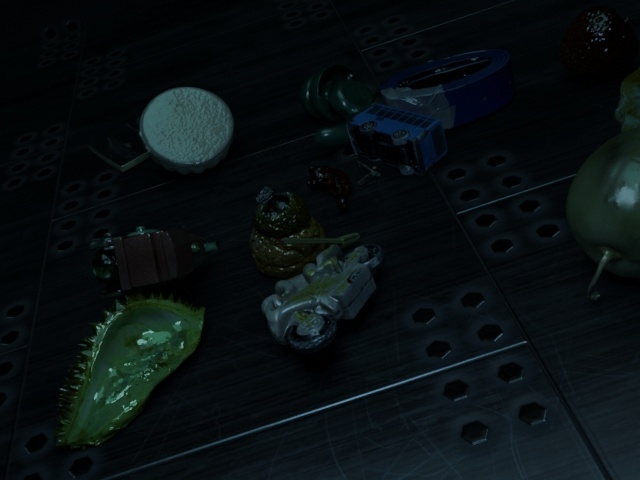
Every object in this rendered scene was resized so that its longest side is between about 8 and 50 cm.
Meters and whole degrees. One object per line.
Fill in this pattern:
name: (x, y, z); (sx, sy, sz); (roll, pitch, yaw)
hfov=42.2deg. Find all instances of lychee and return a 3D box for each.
lychee: (0.704, -0.499, 2.095); (0.194, 0.194, 0.194); (-12, 35, 9)

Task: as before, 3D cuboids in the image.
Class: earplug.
earplug: (0.035, -0.362, 2.273); (0.280, 0.164, 0.257); (14, 82, 53)

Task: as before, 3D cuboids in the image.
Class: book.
book: (-0.509, -0.344, 2.571); (0.374, 0.028, 0.262); (-35, 36, -21)

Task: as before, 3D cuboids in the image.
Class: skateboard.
skateboard: (0.101, -0.171, 2.058); (0.064, 0.032, 0.083); (-37, 40, -7)

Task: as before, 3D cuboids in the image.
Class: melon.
melon: (0.582, -0.073, 1.505); (0.271, 0.272, 0.308); (2, 38, 27)

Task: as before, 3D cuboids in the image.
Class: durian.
durian: (-0.398, 0.259, 1.672); (0.198, 0.163, 0.394); (34, 56, 3)

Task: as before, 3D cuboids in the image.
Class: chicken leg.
chicken leg: (0.029, -0.136, 2.023); (0.089, 0.048, 0.219); (-33, 37, -14)

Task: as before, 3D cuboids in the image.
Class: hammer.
hammer: (0.000, 0.000, 1.766); (0.195, 0.028, 0.060); (-1, -17, -42)

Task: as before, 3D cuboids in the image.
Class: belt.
belt: (0.336, -0.388, 2.168); (0.346, 0.117, 0.212); (-17, 34, 0)

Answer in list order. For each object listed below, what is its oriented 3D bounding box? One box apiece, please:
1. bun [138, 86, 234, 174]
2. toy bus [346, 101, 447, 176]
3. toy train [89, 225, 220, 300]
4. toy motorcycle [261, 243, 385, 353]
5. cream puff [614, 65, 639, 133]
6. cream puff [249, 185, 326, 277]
bun: (-0.371, -0.283, 2.323); (0.263, 0.175, 0.263); (2, 67, -6)
toy bus: (0.188, -0.255, 2.055); (0.133, 0.116, 0.234); (-41, 42, -24)
toy train: (-0.355, 0.037, 1.805); (0.221, 0.150, 0.304); (-11, 2, 18)
toy motorcycle: (-0.008, 0.111, 1.657); (0.222, 0.108, 0.341); (-6, 30, 36)
cream puff: (0.809, -0.265, 1.681); (0.378, 0.275, 0.378); (-39, 28, 25)
cream puff: (-0.088, -0.032, 1.831); (0.183, 0.169, 0.183); (-13, 37, 10)
